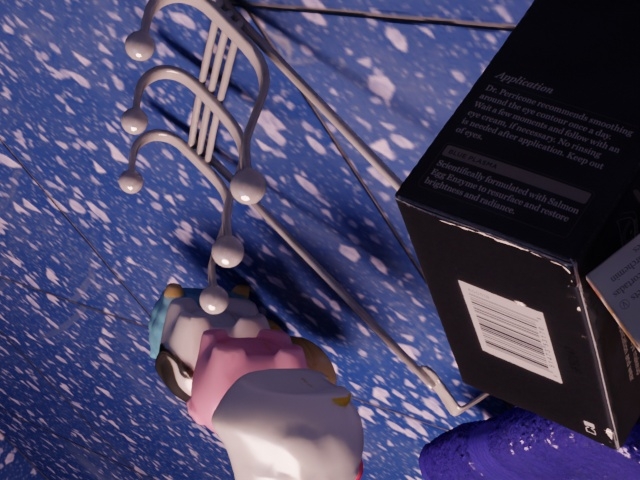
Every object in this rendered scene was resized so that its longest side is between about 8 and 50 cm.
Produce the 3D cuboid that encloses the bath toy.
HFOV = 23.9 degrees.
[{"bbox_3d":[-0.045,0.132,1.172,0.151,0.129,0.348,4,-169,-15],"label":"bath toy"}]

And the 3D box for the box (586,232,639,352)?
[{"bbox_3d":[0.206,0.063,0.704,0.063,0.067,0.324,58,-169,29],"label":"box"}]

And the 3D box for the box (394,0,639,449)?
[{"bbox_3d":[0.126,-0.017,0.699,0.093,0.158,0.156,22,153,31],"label":"box"}]

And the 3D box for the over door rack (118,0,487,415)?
[{"bbox_3d":[0.000,0.000,0.996,0.324,0.108,0.239,35,159,4],"label":"over door rack"}]

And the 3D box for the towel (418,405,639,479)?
[{"bbox_3d":[0.218,0.175,1.074,0.227,0.076,0.308,32,158,-6],"label":"towel"}]
